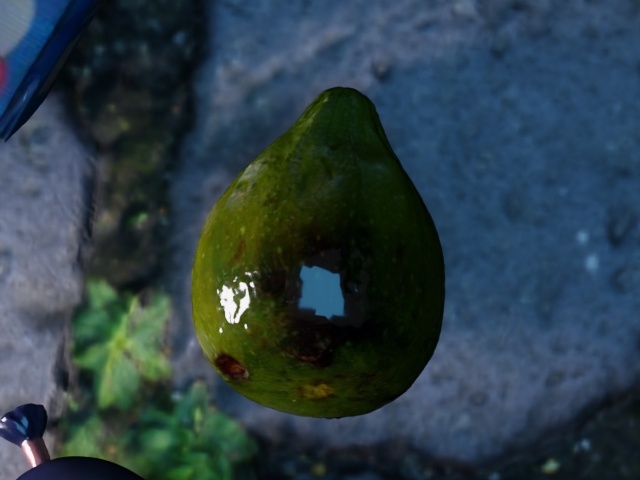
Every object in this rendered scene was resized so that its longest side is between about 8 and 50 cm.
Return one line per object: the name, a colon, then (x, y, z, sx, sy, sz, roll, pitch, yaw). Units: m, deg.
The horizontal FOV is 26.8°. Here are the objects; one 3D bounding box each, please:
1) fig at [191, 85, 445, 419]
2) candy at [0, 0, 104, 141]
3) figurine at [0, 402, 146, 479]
fig: (0.000, 0.000, 0.651, 0.123, 0.123, 0.156, 5, 60, -5)
candy: (-0.222, -0.194, 0.584, 0.306, 0.100, 0.157, 33, 109, -9)
figurine: (-0.088, 0.158, 0.668, 0.195, 0.111, 0.102, 10, 115, -9)
